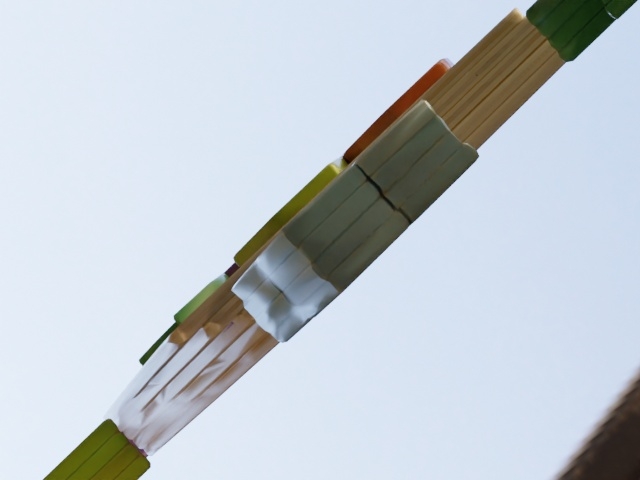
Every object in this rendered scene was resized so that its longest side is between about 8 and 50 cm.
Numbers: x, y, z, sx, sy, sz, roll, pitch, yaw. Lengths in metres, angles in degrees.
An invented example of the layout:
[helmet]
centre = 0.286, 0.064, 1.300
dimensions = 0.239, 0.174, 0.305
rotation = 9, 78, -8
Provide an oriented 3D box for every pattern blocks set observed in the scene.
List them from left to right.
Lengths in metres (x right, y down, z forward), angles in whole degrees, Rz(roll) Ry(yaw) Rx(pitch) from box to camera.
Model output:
[pattern blocks set]
centre = 0.000, 0.000, 0.493
dimensions = 0.285, 0.026, 0.325
rotation = -44, 180, -35
